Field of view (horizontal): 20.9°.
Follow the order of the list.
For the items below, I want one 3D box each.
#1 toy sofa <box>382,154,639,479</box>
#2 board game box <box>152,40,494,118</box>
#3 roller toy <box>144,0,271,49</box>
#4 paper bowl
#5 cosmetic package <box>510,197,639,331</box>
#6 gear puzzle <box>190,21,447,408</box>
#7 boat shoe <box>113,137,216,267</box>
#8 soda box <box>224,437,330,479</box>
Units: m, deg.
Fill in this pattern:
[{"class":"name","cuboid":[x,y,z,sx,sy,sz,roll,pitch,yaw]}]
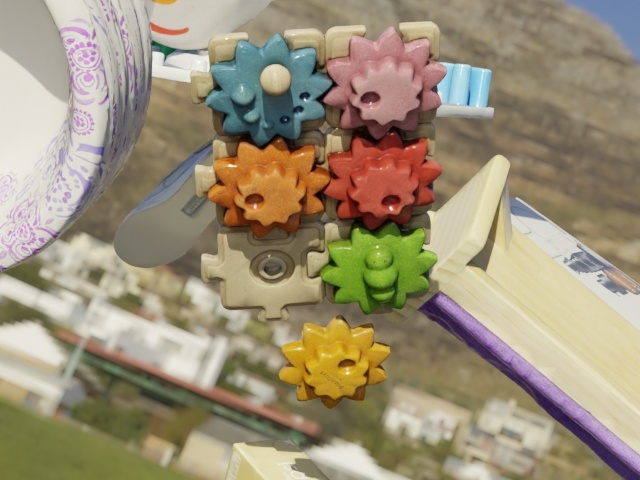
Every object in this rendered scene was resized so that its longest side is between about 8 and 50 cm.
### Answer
[{"class":"toy sofa","cuboid":[0.216,0.116,1.516,0.362,0.150,0.177,40,-57,-10]},{"class":"board game box","cuboid":[-0.072,-0.167,1.587,0.390,0.050,0.390,11,7,20]},{"class":"roller toy","cuboid":[-0.115,-0.274,1.562,0.209,0.146,0.191,31,-39,24]},{"class":"paper bowl","cuboid":[-0.247,-0.128,1.137,0.284,0.284,0.148,22,29,6]},{"class":"cosmetic package","cuboid":[0.309,0.096,1.929,0.377,0.097,0.284,37,16,15]},{"class":"gear puzzle","cuboid":[0.000,0.000,1.254,0.176,0.044,0.338,-4,-53,-4]},{"class":"boat shoe","cuboid":[-0.129,-0.044,1.666,0.066,0.063,0.184,36,-57,-11]},{"class":"soda box","cuboid":[-0.012,0.237,1.446,0.061,0.058,0.181,-2,28,-34]}]
